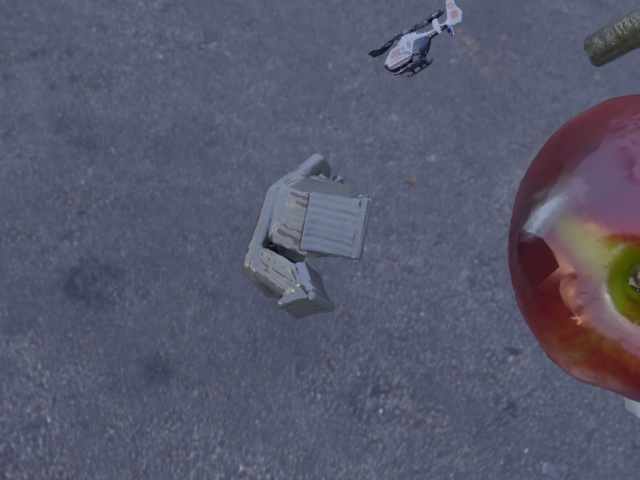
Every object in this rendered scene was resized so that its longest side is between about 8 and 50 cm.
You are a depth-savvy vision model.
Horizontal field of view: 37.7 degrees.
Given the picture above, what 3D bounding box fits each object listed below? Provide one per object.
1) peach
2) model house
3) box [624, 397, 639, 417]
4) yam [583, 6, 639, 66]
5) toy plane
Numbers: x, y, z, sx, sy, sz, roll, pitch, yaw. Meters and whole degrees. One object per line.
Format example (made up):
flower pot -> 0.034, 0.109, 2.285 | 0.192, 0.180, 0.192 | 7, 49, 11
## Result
peach -> 0.313, 0.001, 0.889 | 0.281, 0.281, 0.338 | 30, 22, 13
model house -> -0.008, -0.003, 1.314 | 0.122, 0.229, 0.188 | 15, 6, -41
box -> 0.464, 0.101, 1.167 | 0.245, 0.139, 0.035 | -37, 39, -19
yam -> 0.417, -0.280, 1.268 | 0.054, 0.132, 0.054 | 11, 70, -32
toy plane -> 0.176, -0.356, 1.687 | 0.053, 0.197, 0.078 | -5, 69, -51
